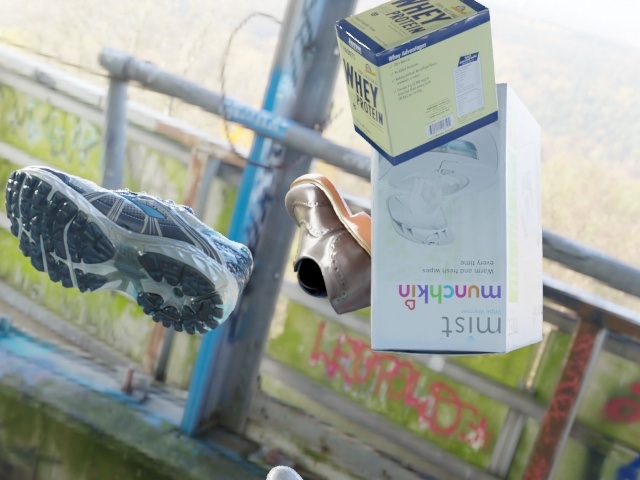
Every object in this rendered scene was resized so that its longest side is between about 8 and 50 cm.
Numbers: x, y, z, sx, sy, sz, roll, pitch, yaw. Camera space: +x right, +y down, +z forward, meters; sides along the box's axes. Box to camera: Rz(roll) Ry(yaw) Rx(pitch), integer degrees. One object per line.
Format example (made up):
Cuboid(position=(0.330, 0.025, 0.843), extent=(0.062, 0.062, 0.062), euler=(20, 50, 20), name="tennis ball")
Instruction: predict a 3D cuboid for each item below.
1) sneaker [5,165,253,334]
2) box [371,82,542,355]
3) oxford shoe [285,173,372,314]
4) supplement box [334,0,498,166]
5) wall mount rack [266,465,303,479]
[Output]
Cuboid(position=(-0.200, -0.001, 1.124), extent=(0.283, 0.110, 0.122), euler=(28, 34, 11), name="sneaker")
Cuboid(position=(0.134, -0.011, 1.016), extent=(0.126, 0.231, 0.262), euler=(-1, -4, 18), name="box")
Cuboid(position=(0.000, 0.000, 1.194), extent=(0.097, 0.098, 0.271), euler=(58, -7, -26), name="oxford shoe")
Cuboid(position=(0.063, -0.108, 0.687), extent=(0.083, 0.083, 0.056), euler=(-25, 40, -15), name="supplement box")
Cuboid(position=(0.041, 0.290, 0.554), extent=(0.130, 0.304, 0.350), euler=(-1, -23, 1), name="wall mount rack")
